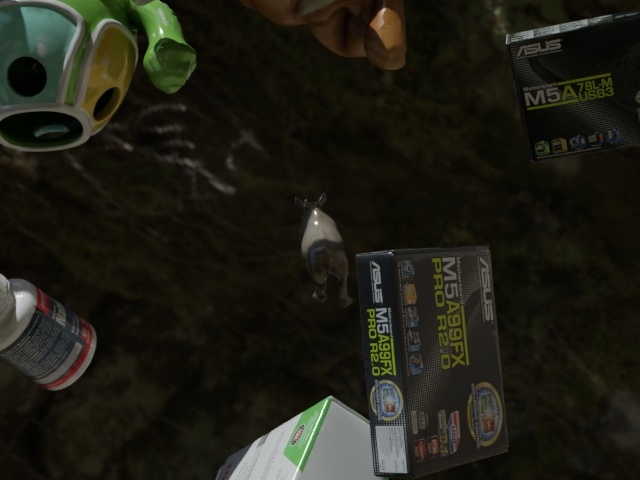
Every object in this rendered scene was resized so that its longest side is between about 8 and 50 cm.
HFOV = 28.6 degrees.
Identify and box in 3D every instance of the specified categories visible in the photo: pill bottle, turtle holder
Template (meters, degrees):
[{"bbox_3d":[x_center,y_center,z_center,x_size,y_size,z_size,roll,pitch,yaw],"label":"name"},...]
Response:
[{"bbox_3d":[-0.392,0.112,1.651,0.108,0.180,0.108,-23,46,26],"label":"pill bottle"},{"bbox_3d":[-0.353,-0.245,1.755,0.243,0.320,0.227,130,141,-54],"label":"turtle holder"}]

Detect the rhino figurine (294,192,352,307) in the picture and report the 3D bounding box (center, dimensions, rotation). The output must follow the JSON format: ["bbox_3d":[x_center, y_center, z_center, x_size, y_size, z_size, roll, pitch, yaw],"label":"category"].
[{"bbox_3d":[0.000,0.000,2.065,0.243,0.073,0.106,-106,5,-53],"label":"rhino figurine"}]

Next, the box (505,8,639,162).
[{"bbox_3d":[0.365,-0.211,1.731,0.045,0.190,0.184,-74,-28,-59],"label":"box"}]

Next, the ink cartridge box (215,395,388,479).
[{"bbox_3d":[-0.049,0.351,1.602,0.289,0.121,0.211,-38,22,52],"label":"ink cartridge box"}]

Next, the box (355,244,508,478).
[{"bbox_3d":[0.141,0.143,1.554,0.060,0.216,0.270,-7,87,40],"label":"box"}]

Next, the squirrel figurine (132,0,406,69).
[{"bbox_3d":[-0.075,-0.391,1.700,0.397,0.370,0.281,-95,7,-76],"label":"squirrel figurine"}]
